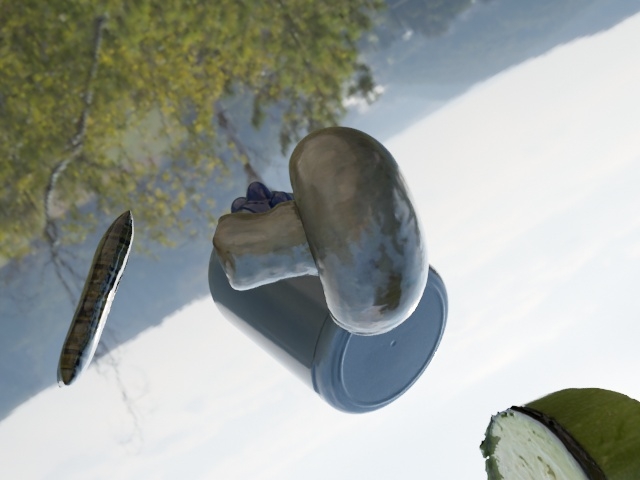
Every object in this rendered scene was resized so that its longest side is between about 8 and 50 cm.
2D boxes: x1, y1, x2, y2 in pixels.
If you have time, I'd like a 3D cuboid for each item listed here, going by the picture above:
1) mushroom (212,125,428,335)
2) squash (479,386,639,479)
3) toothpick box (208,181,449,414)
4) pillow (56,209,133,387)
[{"bbox_3d":[0.000,0.000,1.073,0.243,0.243,0.243,-31,-175,3],"label":"mushroom"},{"bbox_3d":[0.271,0.248,1.006,0.133,0.220,0.220,-27,-178,-29],"label":"squash"},{"bbox_3d":[-0.014,0.058,1.400,0.263,0.263,0.355,-34,-138,-25],"label":"toothpick box"},{"bbox_3d":[-0.253,0.069,1.088,0.113,0.038,0.203,153,-44,-70],"label":"pillow"}]
